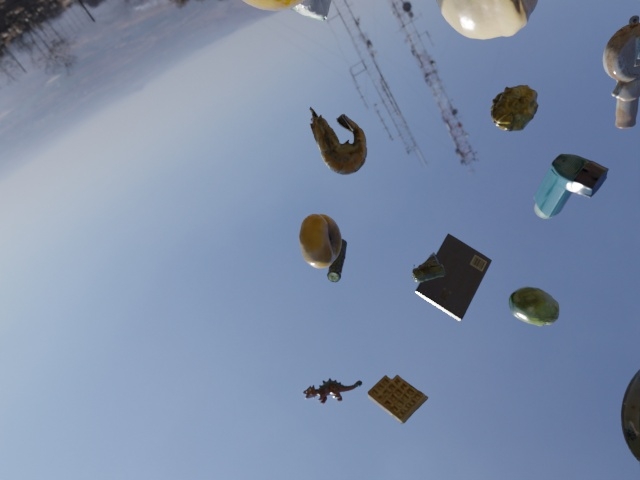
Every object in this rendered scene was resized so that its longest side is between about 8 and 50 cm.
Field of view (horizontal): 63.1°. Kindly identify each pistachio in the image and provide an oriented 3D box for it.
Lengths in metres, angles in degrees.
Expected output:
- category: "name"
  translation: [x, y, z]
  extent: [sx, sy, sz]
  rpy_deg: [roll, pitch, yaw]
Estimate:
- category: "pistachio"
  translation: [0.362, -0.609, 1.180]
  extent: [0.229, 0.321, 0.238]
  rpy_deg: [-36, -167, 12]

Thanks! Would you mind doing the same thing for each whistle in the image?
- category: "whistle"
  translation: [0.609, -0.326, 1.022]
  extent: [0.107, 0.220, 0.057]
  rpy_deg: [-17, -147, -5]

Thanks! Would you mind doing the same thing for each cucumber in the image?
- category: "cucumber"
  translation: [0.066, 0.076, 1.966]
  extent: [0.058, 0.058, 0.187]
  rpy_deg: [-19, -142, 30]

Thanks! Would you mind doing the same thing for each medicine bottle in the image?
- category: "medicine bottle"
  translation: [0.626, -0.128, 1.337]
  extent: [0.079, 0.124, 0.258]
  rpy_deg: [-47, 161, -13]

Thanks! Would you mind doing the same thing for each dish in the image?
- category: "dish"
  translation: [0.661, 0.330, 0.944]
  extent: [0.228, 0.086, 0.236]
  rpy_deg: [-88, -165, -74]

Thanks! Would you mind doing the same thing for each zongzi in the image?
- category: "zongzi"
  translation: [0.340, 0.086, 1.708]
  extent: [0.109, 0.055, 0.119]
  rpy_deg: [-15, -149, 0]

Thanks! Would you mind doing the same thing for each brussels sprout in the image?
- category: "brussels sprout"
  translation: [0.675, 0.207, 1.650]
  extent: [0.155, 0.155, 0.118]
  rpy_deg: [-4, -106, 49]

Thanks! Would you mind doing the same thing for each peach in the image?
- category: "peach"
  translation: [0.000, 0.000, 1.624]
  extent: [0.103, 0.179, 0.179]
  rpy_deg: [-9, -149, 24]

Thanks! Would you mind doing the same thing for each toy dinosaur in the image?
- category: "toy dinosaur"
  translation: [0.030, 0.373, 1.298]
  extent: [0.154, 0.049, 0.055]
  rpy_deg: [-13, -126, 4]

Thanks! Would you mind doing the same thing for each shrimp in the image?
- category: "shrimp"
  translation: [0.055, -0.316, 1.556]
  extent: [0.145, 0.254, 0.059]
  rpy_deg: [-20, 163, 4]

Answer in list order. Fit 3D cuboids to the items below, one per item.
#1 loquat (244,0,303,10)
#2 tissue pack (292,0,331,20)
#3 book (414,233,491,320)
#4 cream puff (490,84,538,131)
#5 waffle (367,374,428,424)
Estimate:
- category: "loquat"
  translation: [-0.111, -0.614, 1.063]
  extent: [0.274, 0.275, 0.275]
  rpy_deg: [-28, -156, 13]
- category: "tissue pack"
  translation: [-0.120, -0.807, 1.457]
  extent: [0.356, 0.266, 0.194]
  rpy_deg: [26, -157, 16]
- category: "book"
  translation: [0.480, 0.128, 1.872]
  extent: [0.269, 0.191, 0.025]
  rpy_deg: [-56, 175, -22]
- category: "cream puff"
  translation: [0.553, -0.390, 1.522]
  extent: [0.146, 0.116, 0.146]
  rpy_deg: [-34, -129, 55]
- category: "waffle"
  translation: [0.180, 0.368, 1.233]
  extent: [0.092, 0.021, 0.135]
  rpy_deg: [-41, -148, -15]
